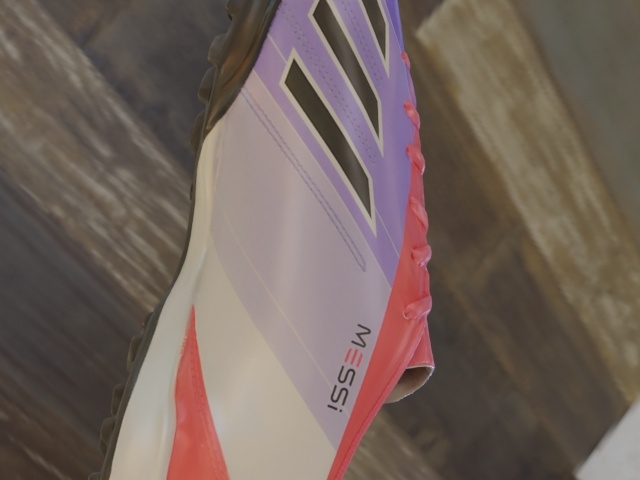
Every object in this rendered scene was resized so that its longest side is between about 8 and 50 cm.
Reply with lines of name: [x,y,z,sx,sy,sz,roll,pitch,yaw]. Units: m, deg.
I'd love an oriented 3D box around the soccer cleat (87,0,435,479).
soccer cleat: [0.000,0.000,0.616,0.108,0.116,0.318,86,19,-75]
